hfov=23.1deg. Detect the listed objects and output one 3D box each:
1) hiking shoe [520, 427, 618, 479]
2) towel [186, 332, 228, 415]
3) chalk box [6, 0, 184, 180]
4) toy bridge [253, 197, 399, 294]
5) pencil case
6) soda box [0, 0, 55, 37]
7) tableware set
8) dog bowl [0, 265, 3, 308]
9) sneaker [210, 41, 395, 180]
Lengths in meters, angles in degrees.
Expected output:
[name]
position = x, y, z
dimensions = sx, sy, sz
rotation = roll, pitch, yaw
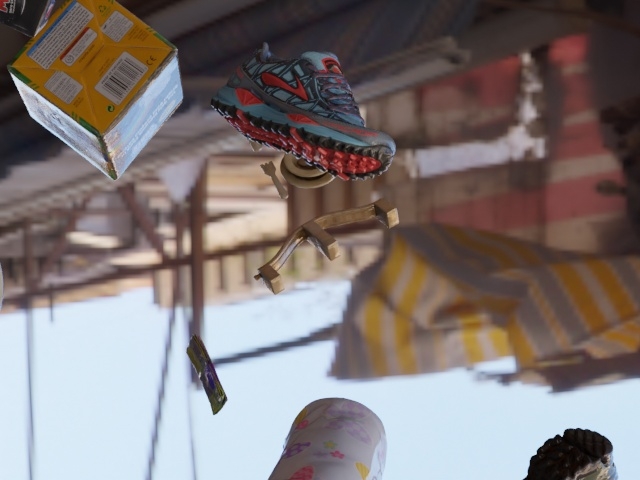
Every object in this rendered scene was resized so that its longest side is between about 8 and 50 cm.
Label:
[hiking shoe]
position = 0.184, 0.272, 1.407
dimensions = 0.086, 0.227, 0.114
rotation = 36, -25, 61
[towel]
position = -0.125, 0.146, 1.709
dimensions = 0.083, 0.009, 0.060
rotation = 65, -23, 15
[chalk box]
position = -0.328, -0.226, 2.356
dimensions = 0.179, 0.180, 0.289
rotation = 37, -13, 6
[toy bridge]
position = 0.000, 0.000, 1.872
dimensions = 0.063, 0.188, 0.026
rotation = 42, -26, 46
[pencil case]
position = -0.009, 0.272, 1.683
dimensions = 0.124, 0.273, 0.113
rotation = 2, -68, 13
[soda box]
position = -0.340, -0.260, 1.519
dimensions = 0.060, 0.169, 0.053
rotation = -82, -163, -70
[tableware set]
position = -0.038, -0.154, 2.327
dimensions = 0.039, 0.128, 0.194
rotation = 86, -21, -49
[dog bowl]
position = -0.607, 0.069, 2.311
dimensions = 0.104, 0.265, 0.265
rotation = -34, -117, 49
[sneaker]
position = -0.010, -0.159, 1.758
dimensions = 0.262, 0.104, 0.125
rotation = 26, -99, 38
